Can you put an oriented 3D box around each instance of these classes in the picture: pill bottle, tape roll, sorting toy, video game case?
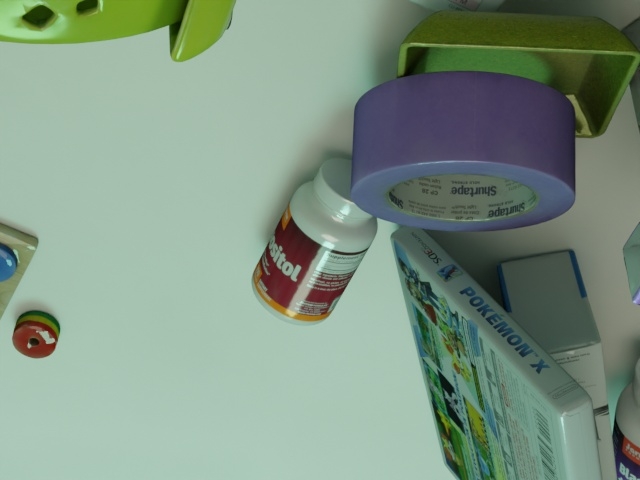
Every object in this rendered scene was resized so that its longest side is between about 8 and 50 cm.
[{"bbox_3d":[0.000,0.000,1.370,0.086,0.086,0.152,19,127,-12],"label":"pill bottle"},{"bbox_3d":[0.121,-0.071,1.252,0.189,0.080,0.189,3,163,1],"label":"tape roll"},{"bbox_3d":[-0.370,0.029,1.439,0.275,0.046,0.132,24,126,-15],"label":"sorting toy"},{"bbox_3d":[0.175,0.183,1.387,0.036,0.300,0.329,-26,129,-13],"label":"video game case"},{"bbox_3d":[0.350,0.203,1.500,0.108,0.108,0.193,0,129,3],"label":"pill bottle"}]

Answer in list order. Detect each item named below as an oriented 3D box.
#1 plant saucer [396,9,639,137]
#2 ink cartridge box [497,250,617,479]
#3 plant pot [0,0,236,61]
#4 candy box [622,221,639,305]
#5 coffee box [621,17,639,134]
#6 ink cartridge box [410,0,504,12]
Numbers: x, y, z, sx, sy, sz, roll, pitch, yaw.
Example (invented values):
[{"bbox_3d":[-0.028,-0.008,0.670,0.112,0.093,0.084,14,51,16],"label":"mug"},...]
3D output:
[{"bbox_3d":[0.156,-0.141,1.231,0.188,0.045,0.188,3,163,1],"label":"plant saucer"},{"bbox_3d":[0.228,0.128,1.425,0.082,0.139,0.190,-12,128,6],"label":"ink cartridge box"},{"bbox_3d":[-0.147,-0.275,1.075,0.207,0.227,0.228,12,128,-15],"label":"plant pot"},{"bbox_3d":[0.361,-0.002,1.143,0.196,0.070,0.165,18,128,-10],"label":"candy box"},{"bbox_3d":[0.394,-0.071,1.239,0.119,0.168,0.297,-36,119,28],"label":"coffee box"},{"bbox_3d":[0.102,-0.295,1.147,0.189,0.066,0.232,22,131,-14],"label":"ink cartridge box"}]
